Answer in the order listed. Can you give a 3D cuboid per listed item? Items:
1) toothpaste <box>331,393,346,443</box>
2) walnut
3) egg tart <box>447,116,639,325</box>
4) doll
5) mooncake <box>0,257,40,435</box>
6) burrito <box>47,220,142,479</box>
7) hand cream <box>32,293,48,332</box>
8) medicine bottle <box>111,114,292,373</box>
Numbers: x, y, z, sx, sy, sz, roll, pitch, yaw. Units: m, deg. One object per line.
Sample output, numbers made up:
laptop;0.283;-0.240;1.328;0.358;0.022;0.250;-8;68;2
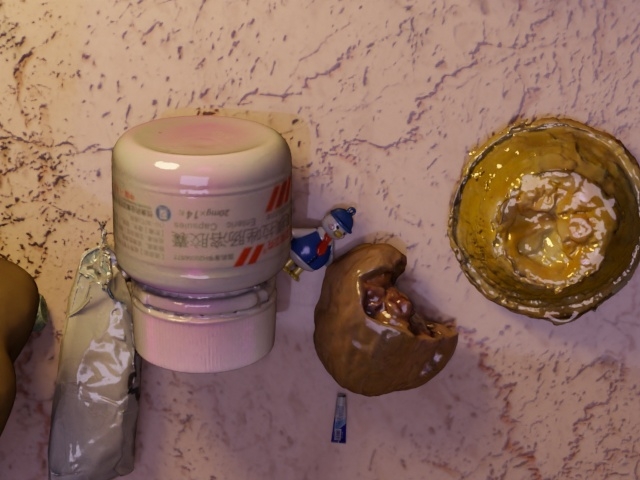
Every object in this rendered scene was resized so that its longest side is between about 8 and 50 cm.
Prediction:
toothpaste;0.030;0.281;1.940;0.024;0.015;0.083;3;108;3
walnut;0.078;0.140;1.843;0.204;0.141;0.238;-33;100;16
egg tart;0.337;-0.021;1.796;0.315;0.120;0.315;1;103;5
doll;0.000;0.000;1.862;0.143;0.057;0.099;-43;122;6
mooncake;-0.583;0.212;1.704;0.262;0.467;0.467;25;104;-24
burrito;-0.338;0.190;1.906;0.139;0.101;0.445;10;102;7
hand cream;-0.514;0.117;1.933;0.175;0.046;0.095;-6;104;8
medicine bottle;-0.169;0.003;1.773;0.256;0.256;0.325;3;110;4
